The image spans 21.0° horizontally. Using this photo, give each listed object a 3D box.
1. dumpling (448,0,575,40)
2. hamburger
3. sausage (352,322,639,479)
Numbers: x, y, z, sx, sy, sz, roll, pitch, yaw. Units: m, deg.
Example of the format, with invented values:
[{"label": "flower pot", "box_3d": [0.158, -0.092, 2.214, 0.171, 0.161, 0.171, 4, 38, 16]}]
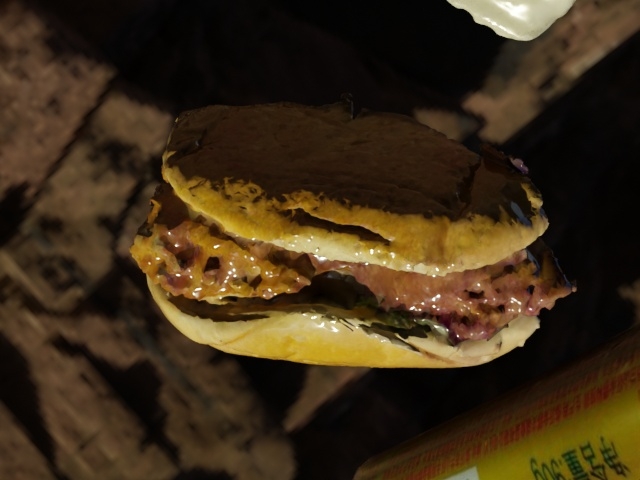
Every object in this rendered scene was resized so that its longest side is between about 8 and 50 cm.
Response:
[{"label": "dumpling", "box_3d": [0.077, -0.196, 0.802, 0.111, 0.155, 0.181, -2, 110, -80]}, {"label": "hamburger", "box_3d": [0.000, 0.000, 1.176, 0.245, 0.155, 0.282, -17, -145, -20]}, {"label": "sausage", "box_3d": [0.089, 0.093, 0.696, 0.082, 0.082, 0.371, -46, -177, -29]}]
